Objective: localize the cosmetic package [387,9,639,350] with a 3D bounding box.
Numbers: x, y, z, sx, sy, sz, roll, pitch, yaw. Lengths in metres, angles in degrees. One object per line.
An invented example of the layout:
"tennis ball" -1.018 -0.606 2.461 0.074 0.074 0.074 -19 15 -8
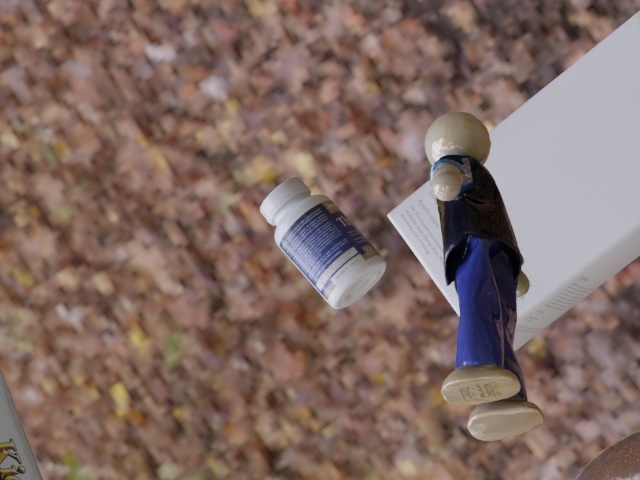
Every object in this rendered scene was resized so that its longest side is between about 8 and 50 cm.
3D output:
"cosmetic package" 0.283 -0.059 2.082 0.197 0.365 0.155 56 -167 16

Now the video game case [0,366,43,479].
"video game case" -0.263 0.124 1.355 0.269 0.061 0.244 163 87 -73

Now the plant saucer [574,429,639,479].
"plant saucer" 0.183 0.150 0.818 0.168 0.029 0.168 12 127 16

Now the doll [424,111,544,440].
"doll" 0.083 0.006 1.006 0.129 0.046 0.189 53 -153 -48

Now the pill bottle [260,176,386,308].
"pill bottle" 0.000 0.000 1.749 0.120 0.067 0.067 48 151 17
